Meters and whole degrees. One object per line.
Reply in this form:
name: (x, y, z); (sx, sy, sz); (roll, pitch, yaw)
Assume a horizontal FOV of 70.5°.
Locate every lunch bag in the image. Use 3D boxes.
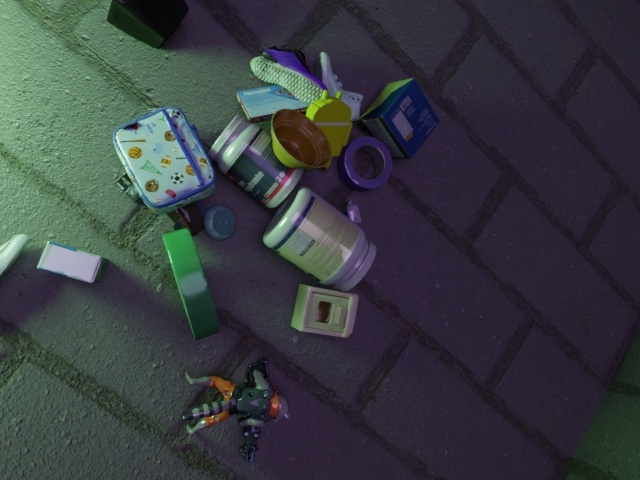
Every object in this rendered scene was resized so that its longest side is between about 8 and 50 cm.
lunch bag: (0.106, -0.099, 1.630); (0.053, 0.071, 0.083); (-15, 95, -15)
lunch bag: (-0.458, -0.248, 1.357); (0.243, 0.115, 0.304); (-27, 83, -14)

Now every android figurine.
android figurine: (0.012, -0.369, 1.529); (0.248, 0.056, 0.273); (-14, 131, -38)

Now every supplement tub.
supplement tub: (-0.205, -0.252, 1.463); (0.272, 0.191, 0.191); (38, 77, -14)
supplement tub: (0.000, 0.000, 1.504); (0.324, 0.235, 0.235); (36, 77, -15)

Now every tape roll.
tape roll: (0.160, -0.277, 1.651); (0.188, 0.080, 0.189); (1, 88, -20)
tape roll: (-0.377, 0.126, 1.320); (0.077, 0.321, 0.322); (-18, 94, -18)

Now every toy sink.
toy sink: (0.037, 0.246, 1.562); (0.234, 0.131, 0.153); (13, 84, -19)

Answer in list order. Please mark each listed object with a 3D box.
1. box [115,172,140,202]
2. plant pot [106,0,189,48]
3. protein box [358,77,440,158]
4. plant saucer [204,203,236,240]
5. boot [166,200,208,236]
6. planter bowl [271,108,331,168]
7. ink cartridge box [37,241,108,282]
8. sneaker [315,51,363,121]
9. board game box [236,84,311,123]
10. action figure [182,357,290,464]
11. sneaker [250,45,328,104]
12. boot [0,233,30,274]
box: (-0.584, -0.170, 1.411); (0.067, 0.018, 0.083); (-42, 102, -2)
plant pot: (-0.515, -0.705, 1.383); (0.167, 0.188, 0.188); (38, 76, -26)
protein box: (0.289, -0.435, 1.644); (0.200, 0.136, 0.201); (-51, 122, -14)
plant saucer: (-0.321, -0.059, 1.481); (0.119, 0.021, 0.120); (0, 91, -44)
boot: (-0.443, -0.115, 1.451); (0.106, 0.082, 0.219); (-29, 94, -40)
planter bowl: (-0.079, -0.288, 1.386); (0.217, 0.090, 0.217); (24, 48, -29)
ink cartridge box: (-0.692, 0.066, 1.282); (0.139, 0.190, 0.082); (19, 81, -18)
sneaker: (0.070, -0.542, 1.619); (0.151, 0.094, 0.256); (-12, 102, -14)
board game box: (-0.129, -0.478, 1.544); (0.281, 0.027, 0.145); (-16, 59, -19)
action figure: (-0.256, 0.558, 1.431); (0.330, 0.178, 0.342); (0, 86, -10)
sneaker: (-0.079, -0.576, 1.527); (0.293, 0.102, 0.146); (31, 63, 11)
boot: (-0.937, 0.063, 1.245); (0.123, 0.095, 0.258); (39, 77, -21)
